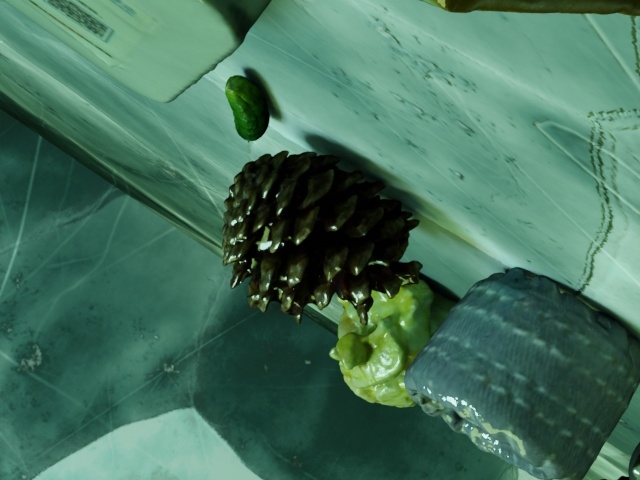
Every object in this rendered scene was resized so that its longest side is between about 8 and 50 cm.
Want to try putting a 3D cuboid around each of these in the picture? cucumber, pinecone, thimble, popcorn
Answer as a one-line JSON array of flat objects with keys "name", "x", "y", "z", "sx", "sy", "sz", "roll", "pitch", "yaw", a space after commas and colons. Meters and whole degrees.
[{"name": "cucumber", "x": -0.071, "y": -0.131, "z": 1.279, "sx": 0.039, "sy": 0.039, "sz": 0.168, "roll": 32, "pitch": 170, "yaw": 11}, {"name": "pinecone", "x": -0.003, "y": -0.003, "z": 1.328, "sx": 0.205, "sy": 0.179, "sz": 0.184, "roll": 18, "pitch": -161, "yaw": -17}, {"name": "thimble", "x": 0.212, "y": 0.139, "z": 1.322, "sx": 0.205, "sy": 0.172, "sz": 0.236, "roll": 36, "pitch": 170, "yaw": 4}, {"name": "popcorn", "x": 0.096, "y": 0.129, "z": 1.695, "sx": 0.187, "sy": 0.185, "sz": 0.167, "roll": 46, "pitch": 150, "yaw": -24}]

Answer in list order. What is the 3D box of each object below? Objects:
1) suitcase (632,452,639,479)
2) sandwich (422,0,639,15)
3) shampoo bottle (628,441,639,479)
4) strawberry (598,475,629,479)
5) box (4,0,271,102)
[{"name": "suitcase", "x": 0.377, "y": 0.157, "z": 0.689, "sx": 0.339, "sy": 0.194, "sz": 0.351, "roll": 19, "pitch": 166, "yaw": 39}, {"name": "sandwich", "x": 0.086, "y": -0.106, "z": 0.520, "sx": 0.079, "sy": 0.113, "sz": 0.163, "roll": 26, "pitch": 170, "yaw": 42}, {"name": "shampoo bottle", "x": 0.464, "y": 0.309, "z": 1.423, "sx": 0.101, "sy": 0.101, "sz": 0.284, "roll": 38, "pitch": 180, "yaw": -32}, {"name": "strawberry", "x": 0.506, "y": 0.454, "z": 1.676, "sx": 0.292, "sy": 0.291, "sz": 0.310, "roll": 37, "pitch": 178, "yaw": -26}, {"name": "box", "x": -0.217, "y": -0.254, "z": 0.862, "sx": 0.396, "sy": 0.111, "sz": 0.396, "roll": 35, "pitch": 172, "yaw": -13}]
